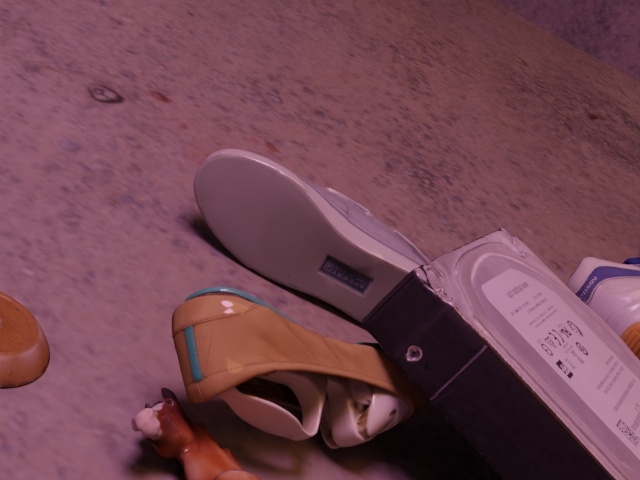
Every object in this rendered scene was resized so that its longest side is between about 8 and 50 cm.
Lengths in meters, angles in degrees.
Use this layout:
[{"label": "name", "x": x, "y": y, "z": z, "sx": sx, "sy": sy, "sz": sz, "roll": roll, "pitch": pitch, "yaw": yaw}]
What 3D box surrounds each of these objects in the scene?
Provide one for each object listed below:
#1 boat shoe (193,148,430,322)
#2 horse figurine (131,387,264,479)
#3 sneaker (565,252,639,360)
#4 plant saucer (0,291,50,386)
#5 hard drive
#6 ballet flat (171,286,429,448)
[{"label": "boat shoe", "x": 0.001, "y": -0.001, "z": 0.907, "sx": 0.227, "sy": 0.079, "sz": 0.081, "roll": 33, "pitch": 17, "yaw": -10}, {"label": "horse figurine", "x": 0.001, "y": 0.166, "z": 0.573, "sx": 0.263, "sy": 0.066, "sz": 0.174, "roll": 24, "pitch": 2, "yaw": 6}, {"label": "sneaker", "x": 0.368, "y": 0.059, "z": 1.154, "sx": 0.296, "sy": 0.112, "sz": 0.131, "roll": 5, "pitch": 35, "yaw": -44}, {"label": "plant saucer", "x": -0.193, "y": 0.050, "z": 0.656, "sx": 0.083, "sy": 0.015, "sz": 0.083, "roll": 25, "pitch": 25, "yaw": -13}, {"label": "hard drive", "x": 0.198, "y": 0.139, "z": 0.781, "sx": 0.339, "sy": 0.064, "sz": 0.237, "roll": 48, "pitch": 22, "yaw": 11}, {"label": "ballet flat", "x": -0.003, "y": 0.096, "z": 0.718, "sx": 0.232, "sy": 0.080, "sz": 0.073, "roll": 23, "pitch": 50, "yaw": -42}]
